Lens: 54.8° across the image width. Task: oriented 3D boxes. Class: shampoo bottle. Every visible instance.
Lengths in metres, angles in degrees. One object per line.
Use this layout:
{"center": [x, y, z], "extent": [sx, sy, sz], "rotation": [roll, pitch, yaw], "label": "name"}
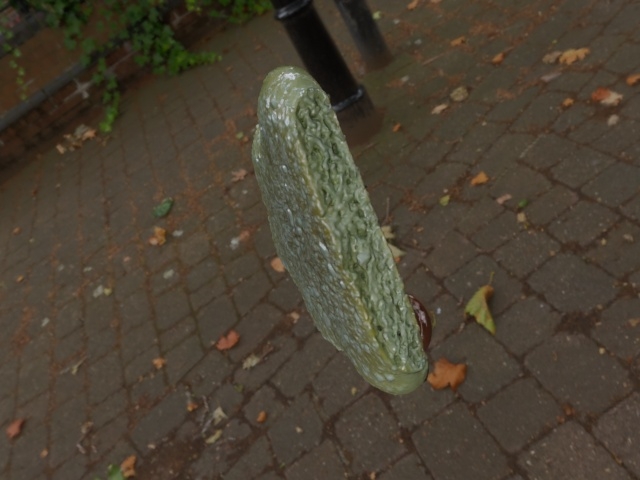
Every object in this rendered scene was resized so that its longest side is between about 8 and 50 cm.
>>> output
{"center": [0.097, 0.102, 0.745], "extent": [0.085, 0.085, 0.244], "rotation": [-30, -11, 6], "label": "shampoo bottle"}

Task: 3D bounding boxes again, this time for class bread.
{"center": [0.000, 0.000, 0.550], "extent": [0.056, 0.286, 0.207], "rotation": [-22, 1, -17], "label": "bread"}
